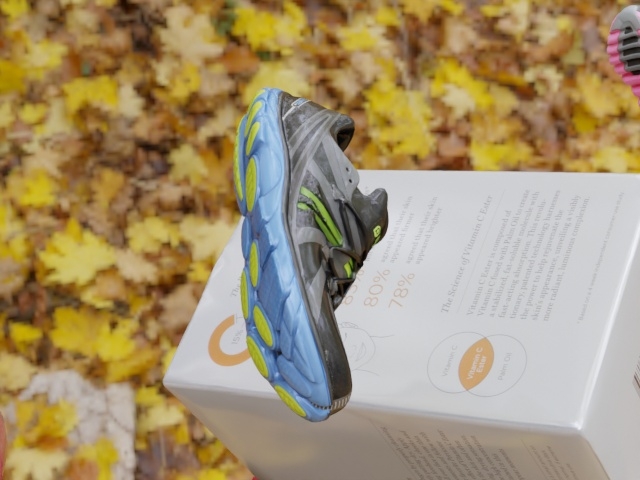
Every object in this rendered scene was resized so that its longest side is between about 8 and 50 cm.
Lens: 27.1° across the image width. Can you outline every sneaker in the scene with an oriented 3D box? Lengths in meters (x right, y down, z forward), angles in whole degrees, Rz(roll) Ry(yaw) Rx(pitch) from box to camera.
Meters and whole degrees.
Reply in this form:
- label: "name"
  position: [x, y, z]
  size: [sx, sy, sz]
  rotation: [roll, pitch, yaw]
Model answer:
- label: "sneaker"
  position: [0.255, -0.131, 0.990]
  size: [0.057, 0.119, 0.047]
  rotation: [-46, 33, -23]
- label: "sneaker"
  position: [0.000, 0.000, 0.659]
  size: [0.078, 0.067, 0.188]
  rotation: [7, 52, -15]

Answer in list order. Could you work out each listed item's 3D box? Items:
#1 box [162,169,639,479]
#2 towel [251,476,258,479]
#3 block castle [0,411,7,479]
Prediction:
- label: "box"
  position: [0.091, 0.078, 1.021]
  size: [0.345, 0.168, 0.215]
  rotation: [3, 55, 34]
- label: "towel"
  position: [0.014, 0.315, 1.180]
  size: [0.275, 0.199, 0.031]
  rotation: [41, 15, 30]
- label: "block castle"
  position: [-0.429, 0.168, 0.762]
  size: [0.453, 0.303, 0.213]
  rotation: [-34, 26, -4]
